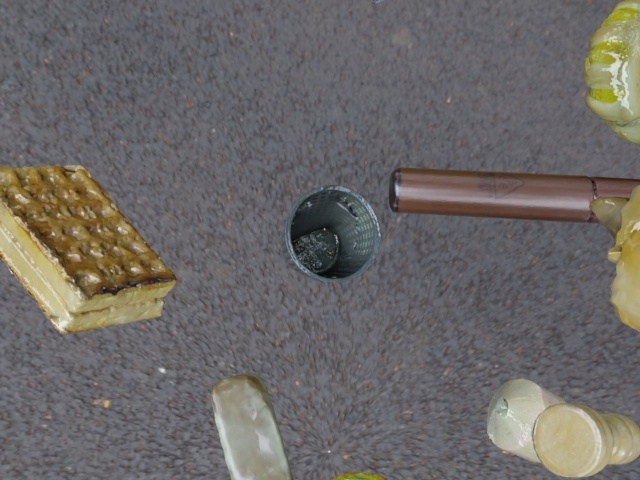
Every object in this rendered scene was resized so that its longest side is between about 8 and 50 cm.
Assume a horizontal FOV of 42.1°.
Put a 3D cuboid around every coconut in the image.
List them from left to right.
[{"bbox_3d":[0.316,0.276,1.279,0.122,0.116,0.116,32,76,-25],"label":"coconut"}]

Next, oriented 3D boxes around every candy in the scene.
[{"bbox_3d":[-0.113,0.341,1.389,0.102,0.104,0.233,-14,67,-8],"label":"candy"}]

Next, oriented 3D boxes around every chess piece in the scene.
[{"bbox_3d":[0.250,0.181,0.764,0.066,0.122,0.066,-9,77,39],"label":"chess piece"}]

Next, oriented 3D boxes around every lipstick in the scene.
[{"bbox_3d":[0.258,-0.050,0.960,0.357,0.057,0.057,4,76,0],"label":"lipstick"}]

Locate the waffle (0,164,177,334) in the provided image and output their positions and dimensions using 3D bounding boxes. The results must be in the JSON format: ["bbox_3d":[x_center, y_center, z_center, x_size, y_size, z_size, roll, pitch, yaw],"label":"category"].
[{"bbox_3d":[-0.392,0.006,1.308,0.308,0.213,0.091,44,117,23],"label":"waffle"}]

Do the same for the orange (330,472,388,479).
[{"bbox_3d":[0.025,0.384,1.002,0.237,0.158,0.179,-26,59,20],"label":"orange"}]

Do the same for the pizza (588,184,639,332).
[{"bbox_3d":[0.306,-0.177,0.340,0.080,0.392,0.434,36,56,-18],"label":"pizza"}]

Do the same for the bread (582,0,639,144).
[{"bbox_3d":[0.432,-0.226,1.113,0.213,0.105,0.213,-8,106,-32],"label":"bread"}]

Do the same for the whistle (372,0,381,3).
[{"bbox_3d":[0.056,-0.476,1.388,0.033,0.033,0.176,-38,107,-8],"label":"whistle"}]

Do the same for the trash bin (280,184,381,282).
[{"bbox_3d":[0.000,0.000,1.514,0.176,0.161,0.175,3,80,-18],"label":"trash bin"}]
